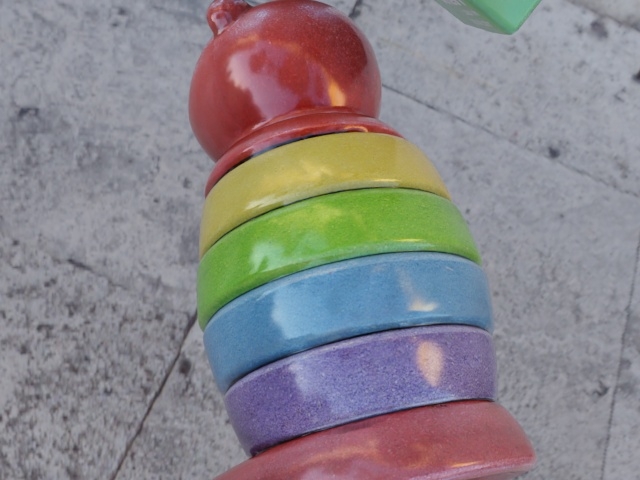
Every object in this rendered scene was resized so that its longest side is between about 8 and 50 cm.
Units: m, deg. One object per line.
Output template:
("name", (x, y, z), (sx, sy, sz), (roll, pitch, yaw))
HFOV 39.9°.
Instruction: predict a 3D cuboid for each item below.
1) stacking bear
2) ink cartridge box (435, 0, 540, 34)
("stacking bear", (0.000, 0.000, 0.484), (0.175, 0.164, 0.289), (3, 64, -37))
("ink cartridge box", (0.040, -0.268, 0.430), (0.278, 0.201, 0.117), (35, 13, -13))
